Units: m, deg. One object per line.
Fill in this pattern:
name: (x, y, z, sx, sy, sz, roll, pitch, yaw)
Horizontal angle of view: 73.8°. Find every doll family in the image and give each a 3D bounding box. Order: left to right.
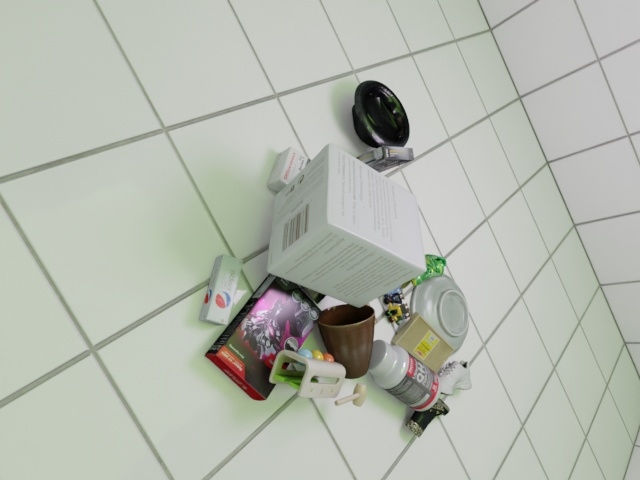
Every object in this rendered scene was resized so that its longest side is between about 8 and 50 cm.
doll family: (0.306, 0.265, 1.796, 0.111, 0.076, 0.193, -18, 81, 2)

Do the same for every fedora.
fedora: (0.242, -0.532, 1.898, 0.333, 0.152, 0.334, 11, 70, -32)

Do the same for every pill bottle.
pill bottle: (0.314, 0.524, 1.678, 0.318, 0.176, 0.176, 39, 59, -23)

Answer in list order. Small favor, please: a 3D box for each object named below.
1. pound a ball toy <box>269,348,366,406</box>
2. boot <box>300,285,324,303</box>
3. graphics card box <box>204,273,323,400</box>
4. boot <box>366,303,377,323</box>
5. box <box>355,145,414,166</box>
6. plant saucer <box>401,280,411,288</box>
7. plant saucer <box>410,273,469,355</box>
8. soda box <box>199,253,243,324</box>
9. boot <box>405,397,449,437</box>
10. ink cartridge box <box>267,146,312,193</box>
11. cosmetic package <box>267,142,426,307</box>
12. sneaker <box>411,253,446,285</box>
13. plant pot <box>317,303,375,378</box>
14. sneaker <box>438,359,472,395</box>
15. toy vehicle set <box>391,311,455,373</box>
pound a ball toy: (0.014, 0.443, 1.395, 0.319, 0.208, 0.136, 34, 73, -56)
boot: (-0.066, 0.129, 1.535, 0.208, 0.190, 0.076, 40, 82, 17)
graphics card box: (-0.174, 0.306, 1.420, 0.233, 0.094, 0.371, 49, 54, -17)
boot: (0.162, 0.289, 1.700, 0.084, 0.059, 0.158, -35, 101, -32)
box: (0.251, -0.338, 1.808, 0.183, 0.231, 0.056, -8, 87, -37)
plant saucer: (0.319, 0.099, 1.875, 0.240, 0.037, 0.241, 9, 74, -35)
plant saucer: (0.587, 0.338, 1.979, 0.400, 0.100, 0.401, 10, 72, -35)
soda box: (-0.317, 0.158, 1.364, 0.073, 0.069, 0.216, 23, 65, -30)
boot: (0.448, 0.739, 1.791, 0.179, 0.085, 0.236, -51, 137, -11)
ink cartridge box: (-0.073, -0.229, 1.626, 0.219, 0.092, 0.160, 29, 63, -29)
cosmetic package: (0.082, -0.029, 1.403, 0.393, 0.329, 0.328, 25, 47, -29)
sneaker: (0.480, 0.118, 1.898, 0.295, 0.123, 0.110, -26, 108, -53)
plant pot: (0.105, 0.377, 1.560, 0.215, 0.215, 0.231, -16, 104, -38)
sneaker: (0.567, 0.603, 1.886, 0.297, 0.111, 0.130, 3, 88, -45)
toy vehicle set: (0.446, 0.453, 1.840, 0.267, 0.035, 0.166, 44, 83, -20)
